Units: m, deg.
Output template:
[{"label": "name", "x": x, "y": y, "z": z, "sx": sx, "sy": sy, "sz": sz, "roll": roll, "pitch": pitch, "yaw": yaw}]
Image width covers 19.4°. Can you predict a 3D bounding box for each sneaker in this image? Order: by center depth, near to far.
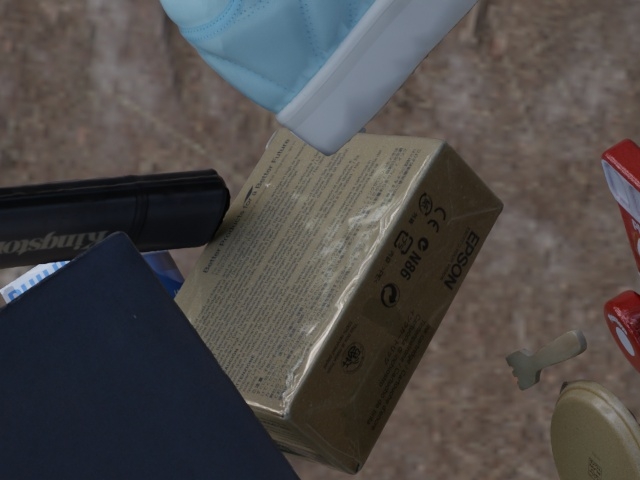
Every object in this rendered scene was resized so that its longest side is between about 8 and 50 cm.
[{"label": "sneaker", "x": 0.020, "y": -0.171, "z": 0.812, "sx": 0.366, "sy": 0.150, "sz": 0.135, "roll": -51, "pitch": 10, "yaw": 50}]

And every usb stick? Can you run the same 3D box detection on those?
[{"label": "usb stick", "x": -0.193, "y": -0.012, "z": 1.328, "sx": 0.077, "sy": 0.278, "sz": 0.045, "roll": -52, "pitch": 52, "yaw": 49}]

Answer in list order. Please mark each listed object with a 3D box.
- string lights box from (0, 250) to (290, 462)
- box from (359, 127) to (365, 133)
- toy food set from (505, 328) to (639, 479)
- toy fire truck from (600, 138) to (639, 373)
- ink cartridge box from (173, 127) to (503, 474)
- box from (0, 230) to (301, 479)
[{"label": "string lights box", "x": -0.153, "y": 0.119, "z": 1.640, "sx": 0.133, "sy": 0.077, "sz": 0.260, "roll": -33, "pitch": 84, "yaw": 18}, {"label": "box", "x": 0.000, "y": 0.000, "z": 1.760, "sx": 0.186, "sy": 0.038, "sz": 0.145, "roll": 108, "pitch": 171, "yaw": -57}, {"label": "toy food set", "x": 0.200, "y": 0.151, "z": 1.277, "sx": 0.192, "sy": 0.038, "sz": 0.132, "roll": 68, "pitch": 157, "yaw": 7}, {"label": "toy fire truck", "x": 0.408, "y": 0.051, "z": 2.007, "sx": 0.169, "sy": 0.254, "sz": 0.302, "roll": -29, "pitch": 37, "yaw": -4}, {"label": "ink cartridge box", "x": -0.004, "y": 0.037, "z": 1.362, "sx": 0.193, "sy": 0.088, "sz": 0.235, "roll": 8, "pitch": 62, "yaw": 51}, {"label": "box", "x": -0.125, "y": 0.216, "z": 1.046, "sx": 0.343, "sy": 0.179, "sz": 0.312, "roll": 55, "pitch": 151, "yaw": -1}]
